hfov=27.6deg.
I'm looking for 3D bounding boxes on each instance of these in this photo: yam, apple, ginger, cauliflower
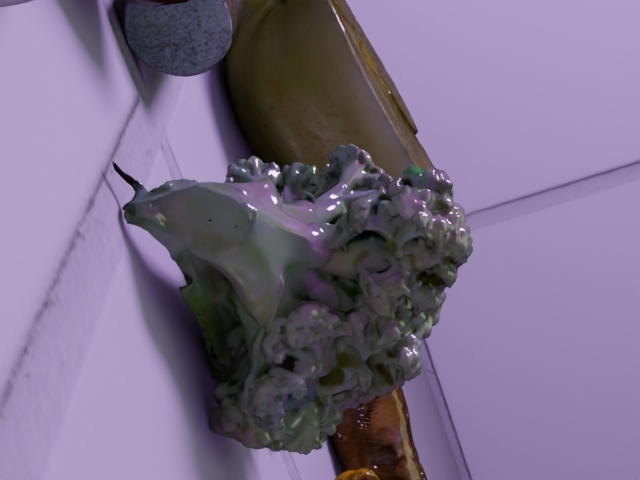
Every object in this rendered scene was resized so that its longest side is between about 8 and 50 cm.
[{"bbox_3d":[-0.118,-0.224,1.183,0.259,0.106,0.106,-88,160,-66],"label":"yam"},{"bbox_3d":[0.029,-0.195,1.557,0.360,0.320,0.312,52,58,-41],"label":"apple"},{"bbox_3d":[0.067,0.238,1.484,0.133,0.107,0.309,82,-2,-71],"label":"ginger"},{"bbox_3d":[-0.031,0.023,0.975,0.315,0.239,0.256,36,77,-48],"label":"cauliflower"}]

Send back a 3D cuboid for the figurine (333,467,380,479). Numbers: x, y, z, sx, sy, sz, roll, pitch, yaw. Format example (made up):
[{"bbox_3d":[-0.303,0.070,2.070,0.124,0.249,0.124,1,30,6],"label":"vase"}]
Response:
[{"bbox_3d":[0.057,0.322,1.342,0.122,0.121,0.176,111,-38,-52],"label":"figurine"}]

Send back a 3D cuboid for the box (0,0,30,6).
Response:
[{"bbox_3d":[-0.161,-0.278,0.648,0.349,0.141,0.289,-92,176,-69],"label":"box"}]

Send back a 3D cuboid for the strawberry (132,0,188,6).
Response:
[{"bbox_3d":[-0.121,-0.352,0.960,0.312,0.267,0.351,4,97,-41],"label":"strawberry"}]
